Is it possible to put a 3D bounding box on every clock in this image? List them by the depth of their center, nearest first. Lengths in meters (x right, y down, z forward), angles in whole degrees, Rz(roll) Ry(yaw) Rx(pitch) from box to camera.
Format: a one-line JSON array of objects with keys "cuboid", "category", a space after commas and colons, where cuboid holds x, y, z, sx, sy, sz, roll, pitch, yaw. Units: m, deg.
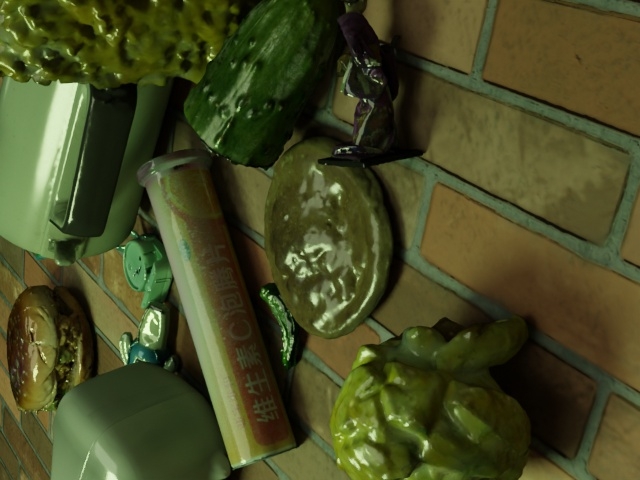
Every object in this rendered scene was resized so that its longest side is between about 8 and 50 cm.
[{"cuboid": [-0.289, 0.038, 1.409, 0.135, 0.041, 0.101, 51, 134, 34], "category": "clock"}]

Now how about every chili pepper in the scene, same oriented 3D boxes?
[{"cuboid": [-0.042, 0.109, 1.106, 0.055, 0.035, 0.118, -4, 103, 66], "category": "chili pepper"}]

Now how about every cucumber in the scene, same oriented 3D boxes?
[{"cuboid": [-0.049, -0.206, 0.967, 0.134, 0.134, 0.244, 54, 123, 32], "category": "cucumber"}]

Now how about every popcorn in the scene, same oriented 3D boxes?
[{"cuboid": [0.112, 0.155, 0.808, 0.198, 0.198, 0.213, 20, 86, 50], "category": "popcorn"}]

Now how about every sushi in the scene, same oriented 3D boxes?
[{"cuboid": [-0.273, -0.363, 1.021, 0.351, 0.396, 0.240, 62, 144, 36], "category": "sushi"}]

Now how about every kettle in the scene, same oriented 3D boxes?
[{"cuboid": [-0.343, -0.151, 1.236, 0.361, 0.250, 0.377, -102, 31, -44], "category": "kettle"}]

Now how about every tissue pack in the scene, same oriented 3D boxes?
[{"cuboid": [-0.272, 0.375, 1.298, 0.236, 0.229, 0.333, 35, 124, 34], "category": "tissue pack"}]

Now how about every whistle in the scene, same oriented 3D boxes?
[{"cuboid": [-0.285, 0.204, 1.416, 0.114, 0.077, 0.236, 24, 114, 16], "category": "whistle"}]

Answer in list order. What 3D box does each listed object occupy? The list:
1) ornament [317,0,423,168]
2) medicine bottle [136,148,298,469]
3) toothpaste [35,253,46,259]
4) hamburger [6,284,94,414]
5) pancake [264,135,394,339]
[{"cuboid": [0.052, -0.176, 0.882, 0.088, 0.081, 0.203, 6, 100, 51], "category": "ornament"}, {"cuboid": [-0.137, 0.089, 1.173, 0.108, 0.108, 0.426, -33, 72, 51], "category": "medicine bottle"}, {"cuboid": [-0.493, -0.069, 1.640, 0.050, 0.065, 0.267, 57, 137, 29], "category": "toothpaste"}, {"cuboid": [-0.548, 0.216, 1.717, 0.243, 0.146, 0.286, 50, 135, 45], "category": "hamburger"}, {"cuboid": [0.000, 0.000, 1.008, 0.242, 0.050, 0.242, 16, 111, 50], "category": "pancake"}]
